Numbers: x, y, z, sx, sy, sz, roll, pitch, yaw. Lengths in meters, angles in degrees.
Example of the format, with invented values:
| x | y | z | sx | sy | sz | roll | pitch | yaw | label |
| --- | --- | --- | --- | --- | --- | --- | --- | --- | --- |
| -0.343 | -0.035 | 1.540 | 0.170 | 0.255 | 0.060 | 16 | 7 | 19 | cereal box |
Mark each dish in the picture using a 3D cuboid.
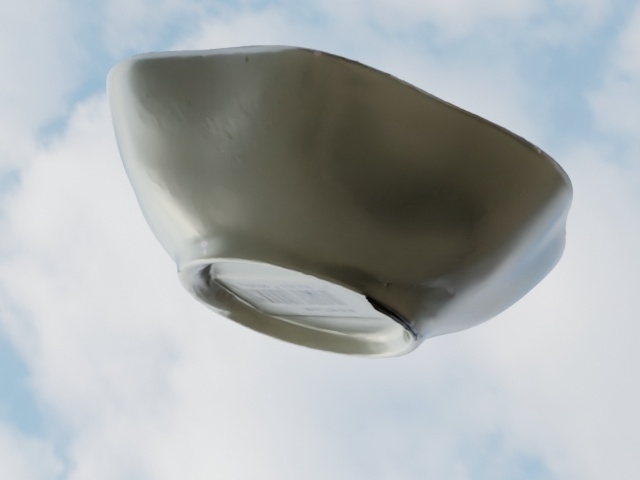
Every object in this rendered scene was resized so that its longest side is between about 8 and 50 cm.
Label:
| x | y | z | sx | sy | sz | roll | pitch | yaw | label |
| --- | --- | --- | --- | --- | --- | --- | --- | --- | --- |
| 0.000 | 0.000 | 0.621 | 0.190 | 0.190 | 0.066 | 24 | -111 | -20 | dish |
